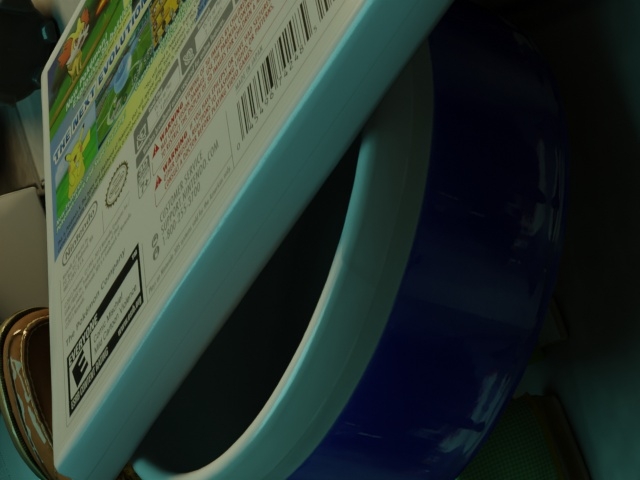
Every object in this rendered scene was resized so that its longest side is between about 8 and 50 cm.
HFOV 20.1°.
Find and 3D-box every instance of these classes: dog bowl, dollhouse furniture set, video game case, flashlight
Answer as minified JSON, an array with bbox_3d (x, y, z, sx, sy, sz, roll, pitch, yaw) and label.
[{"bbox_3d":[0.000,0.000,0.856,0.265,0.104,0.265,-42,39,48],"label":"dog bowl"},{"bbox_3d":[0.089,0.070,0.897,0.058,0.076,0.152,-30,80,62],"label":"dollhouse furniture set"},{"bbox_3d":[-0.053,-0.097,0.860,0.329,0.036,0.300,-55,31,35],"label":"video game case"},{"bbox_3d":[-0.311,-0.145,1.508,0.103,0.103,0.304,52,160,-23],"label":"flashlight"}]

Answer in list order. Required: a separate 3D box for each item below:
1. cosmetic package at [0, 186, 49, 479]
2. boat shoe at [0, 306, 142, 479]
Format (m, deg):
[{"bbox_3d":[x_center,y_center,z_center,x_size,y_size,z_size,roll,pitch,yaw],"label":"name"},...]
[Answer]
[{"bbox_3d":[-0.263,0.171,1.622,0.377,0.097,0.284,69,156,5],"label":"cosmetic package"},{"bbox_3d":[-0.154,0.187,1.428,0.104,0.110,0.307,-17,102,60],"label":"boat shoe"}]
